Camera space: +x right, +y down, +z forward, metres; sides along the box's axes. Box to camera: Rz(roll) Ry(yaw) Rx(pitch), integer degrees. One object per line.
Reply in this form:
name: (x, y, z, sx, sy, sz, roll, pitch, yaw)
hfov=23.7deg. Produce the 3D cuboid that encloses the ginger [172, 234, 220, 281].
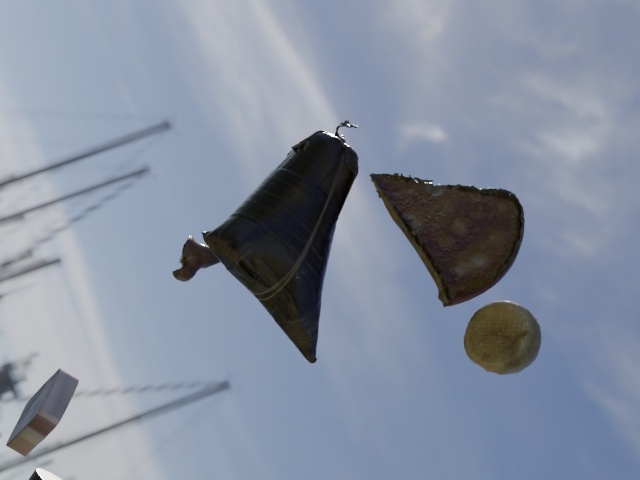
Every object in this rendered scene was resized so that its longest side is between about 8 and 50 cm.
ginger: (-0.155, 0.017, 1.874, 0.030, 0.097, 0.048, -13, -78, 43)

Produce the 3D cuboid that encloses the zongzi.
zongzi: (0.000, 0.000, 1.526, 0.084, 0.187, 0.184, 20, -27, 55)

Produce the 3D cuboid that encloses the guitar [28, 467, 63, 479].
guitar: (-0.227, 0.313, 1.688, 0.233, 0.025, 0.088, 36, -2, -40)

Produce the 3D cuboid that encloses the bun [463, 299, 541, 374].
bun: (0.200, 0.108, 1.647, 0.055, 0.086, 0.086, 42, 13, -53)

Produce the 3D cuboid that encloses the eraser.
eraser: (-0.289, 0.179, 1.587, 0.026, 0.065, 0.105, 34, -38, -13)

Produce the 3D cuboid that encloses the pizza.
pizza: (0.121, -0.010, 1.580, 0.185, 0.176, 0.036, -66, 180, -45)
